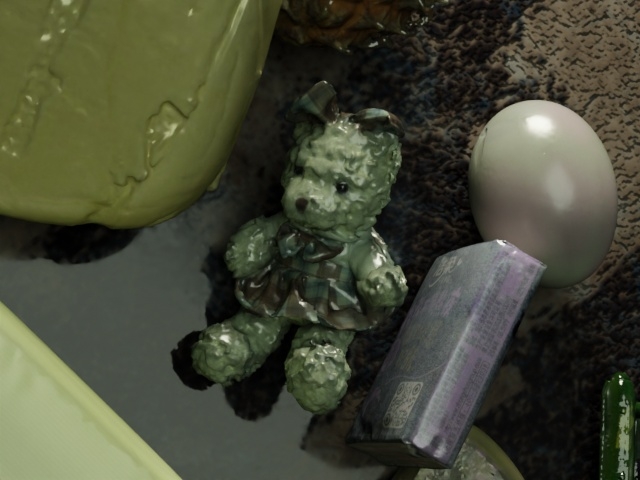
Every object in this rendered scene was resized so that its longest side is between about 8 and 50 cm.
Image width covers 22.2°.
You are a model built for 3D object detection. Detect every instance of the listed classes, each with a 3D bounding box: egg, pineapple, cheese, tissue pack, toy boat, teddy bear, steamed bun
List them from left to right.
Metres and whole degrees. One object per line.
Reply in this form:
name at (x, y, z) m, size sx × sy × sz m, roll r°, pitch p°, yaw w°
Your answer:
tissue pack at (-0.192, 0.130, 0.979) m, size 0.234 × 0.159 × 0.125 m, roll 45°, pitch 71°, yaw -8°
steamed bun at (-0.172, -0.136, 1.016) m, size 0.273 × 0.166 × 0.232 m, roll 14°, pitch 111°, yaw -10°
teddy bear at (0.006, 0.007, 1.087) m, size 0.133 × 0.111 × 0.213 m, roll 20°, pitch 95°, yaw 23°
pineapple at (0.027, -0.214, 1.108) m, size 0.193 × 0.166 × 0.166 m, roll -36°, pitch 95°, yaw -31°
tissue pack at (0.084, 0.078, 1.105) m, size 0.051 × 0.112 × 0.156 m, roll 31°, pitch 74°, yaw -13°
cheese at (0.133, 0.211, 1.144) m, size 0.192 × 0.037 × 0.097 m, roll 40°, pitch 73°, yaw -10°
egg at (0.157, -0.032, 1.150) m, size 0.103 × 0.103 × 0.135 m, roll -12°, pitch 87°, yaw -20°
toy boat at (0.247, 0.193, 1.176) m, size 0.104 × 0.052 × 0.210 m, roll 9°, pitch 75°, yaw -20°
